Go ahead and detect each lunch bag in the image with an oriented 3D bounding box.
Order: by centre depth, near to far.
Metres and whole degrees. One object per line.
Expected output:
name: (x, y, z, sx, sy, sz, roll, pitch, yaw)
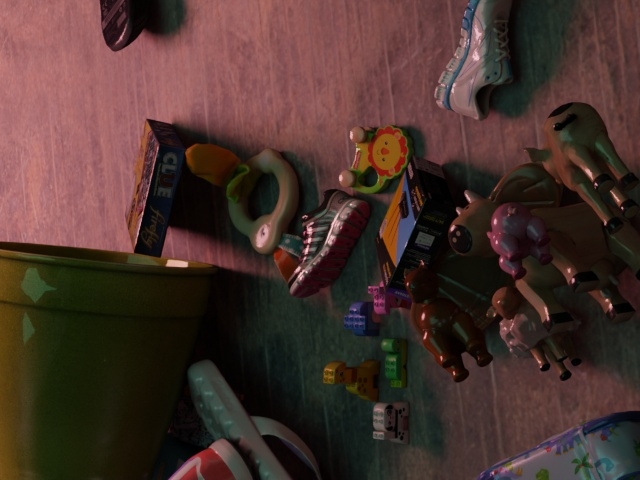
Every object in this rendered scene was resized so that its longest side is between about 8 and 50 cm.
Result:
lunch bag: (0.297, 0.264, 1.549, 0.219, 0.176, 0.090, -35, 60, 35)

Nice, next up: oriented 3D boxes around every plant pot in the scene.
plant pot: (-0.347, 0.193, 2.026, 0.366, 0.366, 0.353, 7, 91, 44)

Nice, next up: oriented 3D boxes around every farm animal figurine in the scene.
farm animal figurine: (0.241, -0.008, 1.516, 0.330, 0.327, 0.172, -49, 52, 28)

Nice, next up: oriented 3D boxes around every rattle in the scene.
rattle: (-0.095, -0.041, 1.963, 0.130, 0.143, 0.199, -21, 64, 18)

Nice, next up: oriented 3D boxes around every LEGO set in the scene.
LEGO set: (0.058, 0.155, 1.835, 0.087, 0.093, 0.227, -1, 88, 44)

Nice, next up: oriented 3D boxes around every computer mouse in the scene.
computer mouse: (-0.298, -0.435, 2.227, 0.184, 0.060, 0.262, -48, 46, 36)

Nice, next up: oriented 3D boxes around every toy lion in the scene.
toy lion: (0.080, -0.109, 1.871, 0.096, 0.034, 0.100, 22, 104, 34)

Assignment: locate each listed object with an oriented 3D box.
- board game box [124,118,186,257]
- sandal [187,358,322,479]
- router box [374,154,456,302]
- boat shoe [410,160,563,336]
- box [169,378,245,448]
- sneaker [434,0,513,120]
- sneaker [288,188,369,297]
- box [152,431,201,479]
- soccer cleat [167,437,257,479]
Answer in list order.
board game box: (-0.251, -0.083, 2.089, 0.243, 0.042, 0.165, -128, 51, -72)
sandal: (-0.050, 0.312, 1.916, 0.416, 0.102, 0.169, 52, 160, 26)
router box: (0.117, -0.017, 1.750, 0.179, 0.046, 0.133, -95, 26, -70)
boat shoe: (0.213, 0.017, 1.710, 0.104, 0.089, 0.285, 41, 121, 8)
box: (-0.171, 0.263, 2.095, 0.137, 0.027, 0.094, 9, 96, 43)
sneaker: (0.214, -0.237, 1.729, 0.083, 0.071, 0.190, 34, 120, 32)
sneaker: (0.000, 0.000, 1.920, 0.075, 0.063, 0.170, 45, 113, 35)
box: (-0.182, 0.380, 2.078, 0.244, 0.060, 0.100, 23, 104, 42)
soccer cleat: (-0.124, 0.419, 1.902, 0.109, 0.116, 0.318, 31, 143, 52)
